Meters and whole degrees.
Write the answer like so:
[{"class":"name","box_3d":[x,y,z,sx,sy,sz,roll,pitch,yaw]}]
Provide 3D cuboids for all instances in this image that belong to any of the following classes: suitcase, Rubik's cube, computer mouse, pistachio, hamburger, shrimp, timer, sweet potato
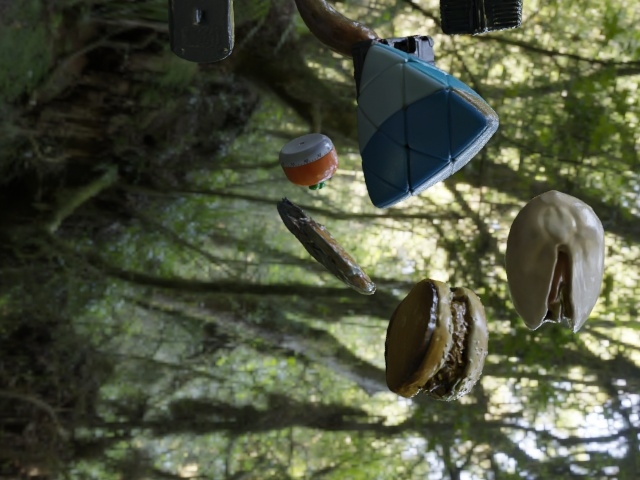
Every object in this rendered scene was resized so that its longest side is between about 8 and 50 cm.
[{"class":"suitcase","box_3d":[0.283,-0.508,1.604,0.335,0.152,0.229,-64,149,-61]},{"class":"Rubik's cube","box_3d":[0.162,-0.202,1.335,0.254,0.255,0.254,-176,-90,-65]},{"class":"computer mouse","box_3d":[-0.248,-0.494,1.856,0.269,0.138,0.086,95,-8,-47]},{"class":"pistachio","box_3d":[0.450,0.043,1.747,0.187,0.188,0.299,-121,-159,-51]},{"class":"hamburger","box_3d":[0.168,0.151,1.329,0.191,0.118,0.181,-35,-144,64]},{"class":"shrimp","box_3d":[0.000,0.000,1.824,0.317,0.062,0.164,44,-7,31]},{"class":"timer","box_3d":[-0.019,-0.168,1.998,0.136,0.136,0.099,-53,-171,50]},{"class":"suitcase","box_3d":[0.175,-0.362,2.054,0.066,0.286,0.206,2,-76,36]},{"class":"sweet potato","box_3d":[0.020,-0.514,2.134,0.292,0.097,0.097,38,-48,12]}]
